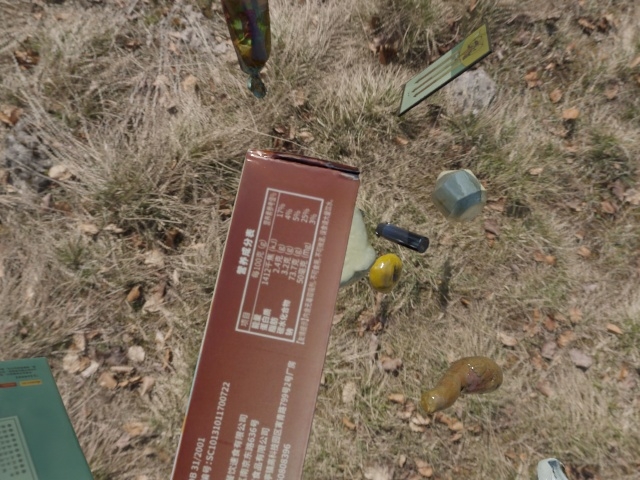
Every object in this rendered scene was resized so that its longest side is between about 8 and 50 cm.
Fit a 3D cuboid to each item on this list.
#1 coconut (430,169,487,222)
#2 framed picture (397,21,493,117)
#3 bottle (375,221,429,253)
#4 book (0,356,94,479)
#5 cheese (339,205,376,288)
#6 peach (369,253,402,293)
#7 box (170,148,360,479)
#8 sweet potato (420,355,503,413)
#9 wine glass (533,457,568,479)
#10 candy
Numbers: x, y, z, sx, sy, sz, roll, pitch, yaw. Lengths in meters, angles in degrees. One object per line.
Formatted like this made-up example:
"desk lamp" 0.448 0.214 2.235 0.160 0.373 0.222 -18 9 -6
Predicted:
"coconut" 0.557 -0.191 1.668 0.202 0.202 0.221 -33 62 8
"framed picture" 0.387 -0.540 1.294 0.324 0.244 0.013 -28 120 38
"bottle" 0.336 -0.018 1.698 0.082 0.245 0.072 -53 133 -13
"book" -0.397 0.290 0.464 0.379 0.264 0.031 45 105 30
"cheese" 0.000 0.000 1.153 0.327 0.115 0.317 23 69 -8
"peach" 0.278 0.141 1.728 0.103 0.179 0.179 16 101 35
"box" -0.060 0.122 0.541 0.122 0.344 0.384 12 83 -1
"sweet potato" 0.379 0.360 1.058 0.109 0.386 0.109 -8 79 44
"wine glass" 0.375 0.508 0.756 0.197 0.165 0.164 -27 96 26
"candy" -0.087 -0.259 0.480 0.053 0.047 0.181 26 132 37
